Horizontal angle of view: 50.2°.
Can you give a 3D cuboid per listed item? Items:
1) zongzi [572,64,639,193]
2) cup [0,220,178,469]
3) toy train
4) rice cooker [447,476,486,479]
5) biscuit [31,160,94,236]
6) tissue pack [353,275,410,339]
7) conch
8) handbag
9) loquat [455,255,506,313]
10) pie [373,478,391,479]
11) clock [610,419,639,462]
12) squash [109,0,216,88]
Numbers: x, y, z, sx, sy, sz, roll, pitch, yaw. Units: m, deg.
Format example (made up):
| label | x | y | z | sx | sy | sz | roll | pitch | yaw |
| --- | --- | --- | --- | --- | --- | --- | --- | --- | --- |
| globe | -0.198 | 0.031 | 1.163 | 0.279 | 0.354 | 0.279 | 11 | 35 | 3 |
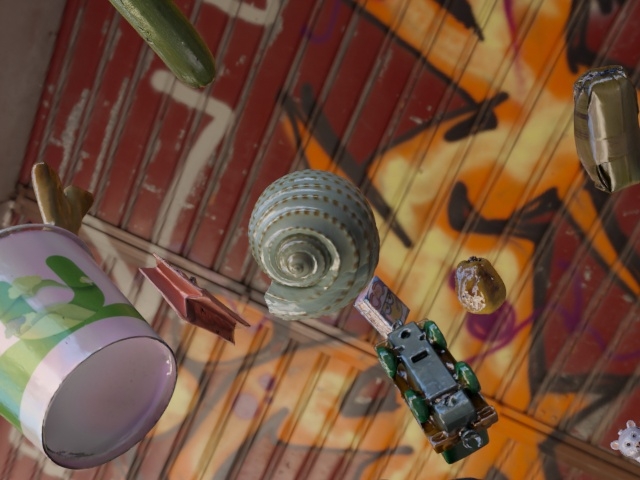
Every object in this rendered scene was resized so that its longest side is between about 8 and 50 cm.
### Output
| label | x | y | z | sx | sy | sz | roll | pitch | yaw |
| --- | --- | --- | --- | --- | --- | --- | --- | --- | --- |
| zongzi | 0.579 | -0.260 | 1.432 | 0.289 | 0.122 | 0.260 | -81 | -28 | -62 |
| cup | -0.342 | 0.144 | 0.894 | 0.253 | 0.273 | 0.253 | -31 | -43 | -34 |
| toy train | 0.149 | 0.196 | 0.894 | 0.228 | 0.091 | 0.136 | 56 | 172 | 51 |
| rice cooker | 0.150 | 0.419 | 0.812 | 0.267 | 0.267 | 0.224 | -65 | 5 | -19 |
| biscuit | -0.458 | -0.018 | 1.201 | 0.164 | 0.047 | 0.208 | 57 | -155 | -66 |
| tissue pack | 0.177 | 0.194 | 1.949 | 0.065 | 0.155 | 0.116 | -32 | 17 | 38 |
| conch | 0.012 | 0.003 | 1.301 | 0.319 | 0.215 | 0.303 | -40 | -52 | -48 |
| handbag | -0.227 | 0.110 | 1.243 | 0.059 | 0.157 | 0.212 | -50 | -26 | -6 |
| loquat | 0.360 | 0.101 | 1.552 | 0.112 | 0.137 | 0.137 | -20 | 23 | 28 |
| pie | 0.136 | 0.516 | 1.167 | 0.054 | 0.240 | 0.241 | -27 | -36 | -61 |
| clock | 0.802 | 0.470 | 1.649 | 0.176 | 0.117 | 0.080 | -49 | -26 | 5 |
| squash | -0.223 | -0.302 | 0.940 | 0.239 | 0.069 | 0.069 | 48 | -123 | -40 |
